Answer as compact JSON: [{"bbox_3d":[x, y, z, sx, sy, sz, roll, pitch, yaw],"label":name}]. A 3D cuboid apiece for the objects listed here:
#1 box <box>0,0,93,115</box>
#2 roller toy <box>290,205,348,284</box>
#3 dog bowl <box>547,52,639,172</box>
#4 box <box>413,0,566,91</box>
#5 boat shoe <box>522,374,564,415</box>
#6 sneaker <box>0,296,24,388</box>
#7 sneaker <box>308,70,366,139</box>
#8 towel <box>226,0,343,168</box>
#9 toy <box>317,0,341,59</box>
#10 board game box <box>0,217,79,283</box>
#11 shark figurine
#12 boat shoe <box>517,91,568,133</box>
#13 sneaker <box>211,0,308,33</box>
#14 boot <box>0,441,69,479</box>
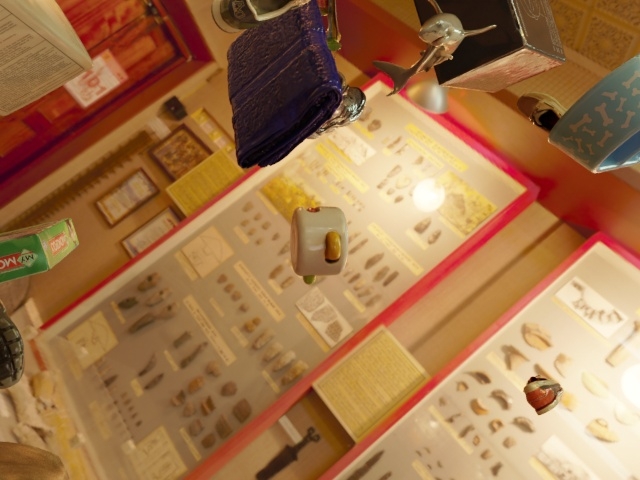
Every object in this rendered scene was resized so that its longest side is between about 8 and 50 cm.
[{"bbox_3d":[-0.370,-0.236,0.479,0.121,0.148,0.311,60,-5,-5],"label":"box"},{"bbox_3d":[0.000,0.000,1.317,0.209,0.147,0.191,105,-19,-56],"label":"roller toy"},{"bbox_3d":[0.437,-0.168,0.665,0.074,0.297,0.166,60,-43,20],"label":"dog bowl"},{"bbox_3d":[0.428,-0.556,1.221,0.212,0.396,0.293,-16,-89,39],"label":"box"},{"bbox_3d":[0.330,0.224,0.730,0.043,0.049,0.137,56,21,20],"label":"boat shoe"},{"bbox_3d":[-0.645,0.157,0.950,0.267,0.101,0.106,68,-17,0],"label":"sneaker"},{"bbox_3d":[0.045,-0.358,1.209,0.101,0.269,0.153,44,-38,11],"label":"sneaker"},{"bbox_3d":[-0.069,-0.292,0.869,0.076,0.228,0.308,26,42,-45],"label":"towel"},{"bbox_3d":[0.012,-0.582,1.197,0.137,0.056,0.237,100,-16,-81],"label":"toy"},{"bbox_3d":[-0.475,0.041,0.577,0.213,0.318,0.046,-159,-126,-71],"label":"board game box"},{"bbox_3d":[0.201,-0.380,0.905,0.278,0.166,0.116,173,-107,-82],"label":"shark figurine"},{"bbox_3d":[0.399,-0.223,0.862,0.135,0.045,0.050,48,-35,40],"label":"boat shoe"},{"bbox_3d":[-0.036,-0.311,0.585,0.086,0.192,0.064,24,-32,57],"label":"sneaker"},{"bbox_3d":[-0.386,0.230,0.429,0.306,0.112,0.115,8,5,-6],"label":"boot"}]
